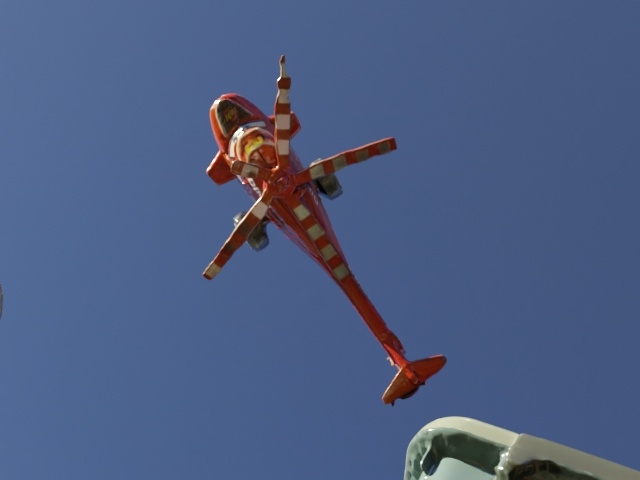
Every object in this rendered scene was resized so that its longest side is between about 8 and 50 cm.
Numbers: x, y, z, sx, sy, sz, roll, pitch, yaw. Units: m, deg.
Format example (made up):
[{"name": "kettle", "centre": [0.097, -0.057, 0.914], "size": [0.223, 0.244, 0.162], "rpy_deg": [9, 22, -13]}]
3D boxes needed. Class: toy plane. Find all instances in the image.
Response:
[{"name": "toy plane", "centre": [0.006, -0.006, 0.790], "size": [0.194, 0.077, 0.126], "rpy_deg": [35, -89, -11]}]

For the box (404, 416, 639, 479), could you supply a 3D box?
[{"name": "box", "centre": [0.093, 0.201, 0.597], "size": [0.162, 0.130, 0.227], "rpy_deg": [18, -54, 20]}]

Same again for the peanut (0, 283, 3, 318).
[{"name": "peanut", "centre": [-0.186, 0.031, 0.393], "size": [0.149, 0.313, 0.149], "rpy_deg": [1, -79, 3]}]
